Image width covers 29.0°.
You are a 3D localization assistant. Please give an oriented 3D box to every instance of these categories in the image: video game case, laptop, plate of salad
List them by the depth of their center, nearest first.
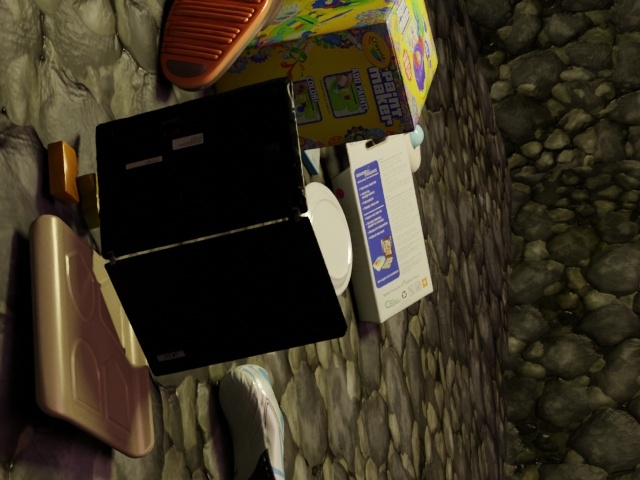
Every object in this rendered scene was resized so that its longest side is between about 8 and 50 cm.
[{"bbox_3d":[-0.111,-0.014,1.366,0.136,0.234,0.264,55,25,-63],"label":"laptop"},{"bbox_3d":[0.000,0.000,2.116,0.200,0.048,0.200,33,51,-54],"label":"plate of salad"},{"bbox_3d":[-0.025,-0.216,2.190,0.119,0.015,0.166,56,30,-53],"label":"video game case"}]

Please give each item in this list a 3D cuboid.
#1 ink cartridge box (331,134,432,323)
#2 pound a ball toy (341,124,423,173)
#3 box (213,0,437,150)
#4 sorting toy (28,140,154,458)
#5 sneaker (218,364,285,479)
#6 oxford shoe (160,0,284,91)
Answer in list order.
[{"bbox_3d":[0.114,-0.044,2.351,0.176,0.069,0.371,-27,113,-45],"label":"ink cartridge box"},{"bbox_3d":[0.113,-0.275,2.457,0.319,0.136,0.208,43,42,-64],"label":"pound a ball toy"},{"bbox_3d":[0.013,-0.278,1.896,0.290,0.279,0.177,-66,143,-59],"label":"box"},{"bbox_3d":[-0.250,0.064,1.313,0.229,0.041,0.307,51,28,-64],"label":"sorting toy"},{"bbox_3d":[-0.078,0.283,1.659,0.086,0.085,0.237,-7,88,-58],"label":"sneaker"},{"bbox_3d":[-0.110,-0.318,1.731,0.133,0.130,0.363,81,29,-50],"label":"oxford shoe"}]
